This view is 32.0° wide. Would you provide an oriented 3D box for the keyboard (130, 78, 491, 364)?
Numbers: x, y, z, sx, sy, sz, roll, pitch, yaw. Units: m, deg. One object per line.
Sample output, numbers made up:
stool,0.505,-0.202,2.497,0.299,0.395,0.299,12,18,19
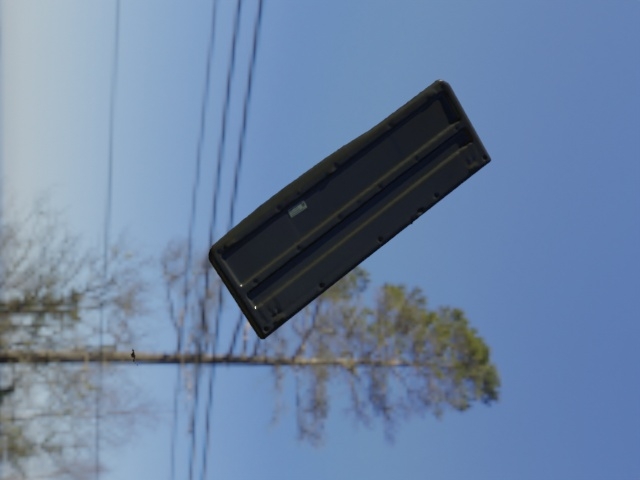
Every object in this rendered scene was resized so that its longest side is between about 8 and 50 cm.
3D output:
keyboard,-0.007,0.001,0.945,0.041,0.381,0.103,-2,-58,60
